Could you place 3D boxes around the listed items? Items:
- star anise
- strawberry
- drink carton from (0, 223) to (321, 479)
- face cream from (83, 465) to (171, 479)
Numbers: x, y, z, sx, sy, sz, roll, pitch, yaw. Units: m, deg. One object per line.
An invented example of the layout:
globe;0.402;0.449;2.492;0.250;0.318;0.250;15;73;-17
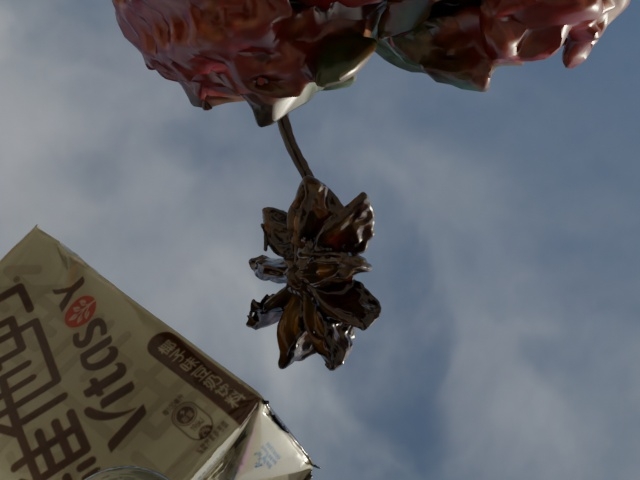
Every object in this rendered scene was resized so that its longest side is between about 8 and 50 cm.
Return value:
star anise;-0.001;-0.002;1.223;0.073;0.234;0.177;-7;-158;-36
strawberry;0.025;-0.248;0.745;0.312;0.351;0.267;-8;-167;6
drink carton;-0.188;0.149;1.209;0.324;0.132;0.194;33;-108;37
face cream;-0.111;0.212;0.918;0.143;0.314;0.089;12;-110;2
